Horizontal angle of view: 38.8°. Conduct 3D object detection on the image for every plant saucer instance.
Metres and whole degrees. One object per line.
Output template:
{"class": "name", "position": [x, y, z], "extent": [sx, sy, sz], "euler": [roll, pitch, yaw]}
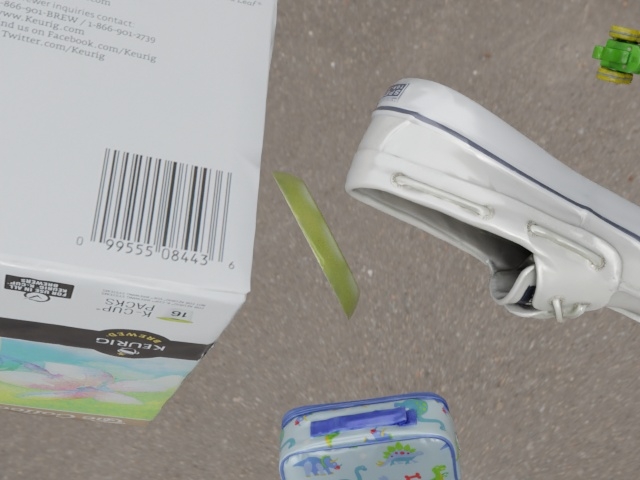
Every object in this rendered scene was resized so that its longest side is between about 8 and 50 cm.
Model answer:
{"class": "plant saucer", "position": [0.000, 0.000, 1.308], "extent": [0.037, 0.241, 0.241], "euler": [-28, 71, -1]}

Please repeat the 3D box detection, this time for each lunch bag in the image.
{"class": "lunch bag", "position": [0.063, 0.271, 1.119], "extent": [0.219, 0.176, 0.090], "euler": [-10, 38, 7]}

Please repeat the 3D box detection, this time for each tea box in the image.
{"class": "tea box", "position": [-0.235, -0.030, 0.611], "extent": [0.329, 0.323, 0.220], "euler": [11, 64, -16]}

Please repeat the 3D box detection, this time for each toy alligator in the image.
{"class": "toy alligator", "position": [0.340, -0.195, 0.974], "extent": [0.051, 0.190, 0.056], "euler": [23, 109, 27]}

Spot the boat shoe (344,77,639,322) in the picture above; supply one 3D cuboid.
{"class": "boat shoe", "position": [0.138, 0.005, 0.556], "extent": [0.267, 0.096, 0.088], "euler": [32, 77, -12]}
